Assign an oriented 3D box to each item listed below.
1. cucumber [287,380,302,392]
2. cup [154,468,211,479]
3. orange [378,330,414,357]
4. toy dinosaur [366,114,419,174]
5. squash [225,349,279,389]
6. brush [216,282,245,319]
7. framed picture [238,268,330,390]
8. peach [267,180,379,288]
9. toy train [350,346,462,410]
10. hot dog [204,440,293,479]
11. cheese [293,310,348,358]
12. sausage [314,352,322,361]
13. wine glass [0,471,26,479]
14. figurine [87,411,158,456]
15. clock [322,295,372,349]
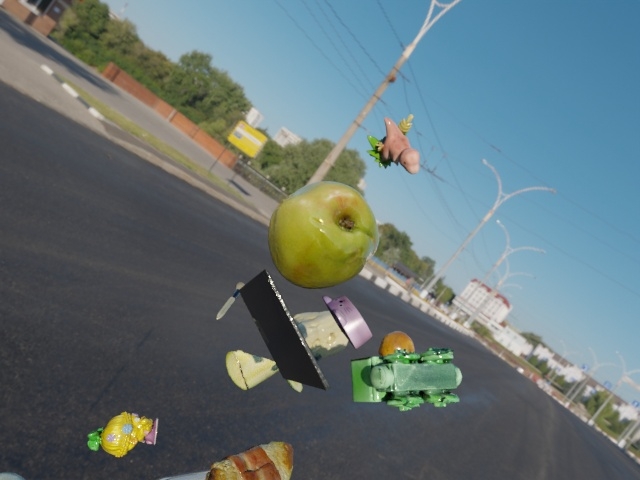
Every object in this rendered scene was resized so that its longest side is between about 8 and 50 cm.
[{"bbox_3d":[-0.128,0.678,2.200,0.107,0.035,0.067,58,30,-16],"label":"cucumber"},{"bbox_3d":[-0.428,0.887,1.508,0.371,0.253,0.253,15,16,-38],"label":"cup"},{"bbox_3d":[0.307,0.446,1.877,0.134,0.154,0.155,-13,-32,35],"label":"orange"},{"bbox_3d":[0.227,-0.284,1.423,0.177,0.152,0.194,159,-78,-82],"label":"toy dinosaur"},{"bbox_3d":[-0.271,0.505,1.947,0.252,0.093,0.169,-17,83,-53],"label":"squash"},{"bbox_3d":[-0.338,0.224,1.737,0.299,0.039,0.042,-60,131,-71],"label":"brush"},{"bbox_3d":[-0.095,0.200,1.019,0.255,0.014,0.339,62,-22,3],"label":"framed picture"},{"bbox_3d":[0.000,-0.006,1.309,0.315,0.281,0.314,-19,-57,41],"label":"peach"},{"bbox_3d":[0.199,0.321,1.077,0.243,0.132,0.188,7,-20,-26],"label":"toy train"},{"bbox_3d":[-0.156,0.510,0.985,0.261,0.093,0.123,7,28,-46],"label":"hot dog"},{"bbox_3d":[-0.006,0.392,1.884,0.251,0.248,0.173,-35,116,-80],"label":"cheese"},{"bbox_3d":[-0.047,0.423,1.553,0.028,0.025,0.198,49,30,12],"label":"sausage"},{"bbox_3d":[-0.862,0.639,1.196,0.321,0.143,0.143,67,-10,-24],"label":"wine glass"},{"bbox_3d":[-0.468,0.453,1.099,0.156,0.115,0.095,5,46,-17],"label":"figurine"},{"bbox_3d":[0.062,0.181,1.103,0.110,0.050,0.153,62,-8,-20],"label":"clock"}]
